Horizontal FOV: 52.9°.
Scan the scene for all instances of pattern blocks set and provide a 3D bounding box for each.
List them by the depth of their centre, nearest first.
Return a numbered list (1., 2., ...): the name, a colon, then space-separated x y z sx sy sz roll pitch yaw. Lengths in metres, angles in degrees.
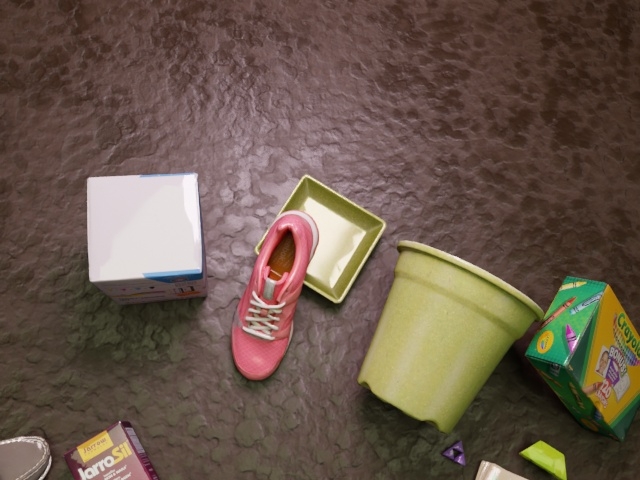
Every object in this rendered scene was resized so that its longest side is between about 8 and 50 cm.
1. pattern blocks set: 0.338 0.484 1.114 0.325 0.026 0.285 37 73 15

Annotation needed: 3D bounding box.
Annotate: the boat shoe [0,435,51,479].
1. boat shoe: -0.539 0.366 0.953 0.109 0.091 0.305 46 36 23

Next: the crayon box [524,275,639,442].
1. crayon box: 0.481 0.211 1.128 0.278 0.081 0.165 46 69 -33

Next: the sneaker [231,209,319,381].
1. sneaker: -0.093 0.095 1.110 0.116 0.136 0.314 16 92 4

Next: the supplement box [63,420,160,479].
1. supplement box: -0.322 0.402 1.049 0.104 0.081 0.188 -30 79 -14

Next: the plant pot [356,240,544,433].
1. plant pot: 0.196 0.175 1.105 0.276 0.276 0.254 29 84 2

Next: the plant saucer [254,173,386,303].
1. plant saucer: 0.000 0.000 1.225 0.188 0.045 0.188 31 73 3

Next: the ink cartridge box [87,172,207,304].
1. ink cartridge box: -0.283 0.005 1.090 0.171 0.233 0.168 -4 77 -9
